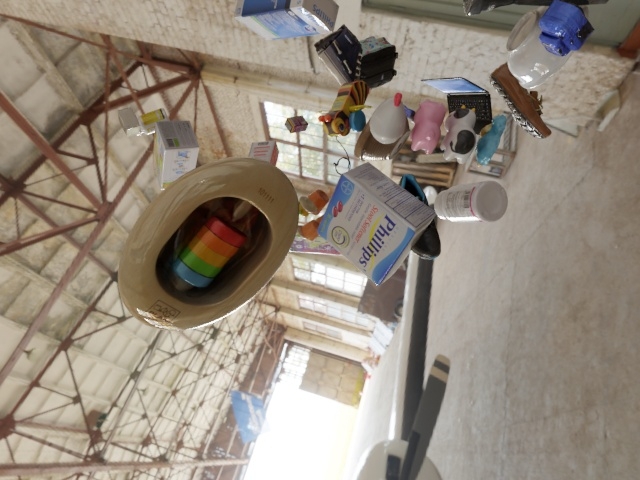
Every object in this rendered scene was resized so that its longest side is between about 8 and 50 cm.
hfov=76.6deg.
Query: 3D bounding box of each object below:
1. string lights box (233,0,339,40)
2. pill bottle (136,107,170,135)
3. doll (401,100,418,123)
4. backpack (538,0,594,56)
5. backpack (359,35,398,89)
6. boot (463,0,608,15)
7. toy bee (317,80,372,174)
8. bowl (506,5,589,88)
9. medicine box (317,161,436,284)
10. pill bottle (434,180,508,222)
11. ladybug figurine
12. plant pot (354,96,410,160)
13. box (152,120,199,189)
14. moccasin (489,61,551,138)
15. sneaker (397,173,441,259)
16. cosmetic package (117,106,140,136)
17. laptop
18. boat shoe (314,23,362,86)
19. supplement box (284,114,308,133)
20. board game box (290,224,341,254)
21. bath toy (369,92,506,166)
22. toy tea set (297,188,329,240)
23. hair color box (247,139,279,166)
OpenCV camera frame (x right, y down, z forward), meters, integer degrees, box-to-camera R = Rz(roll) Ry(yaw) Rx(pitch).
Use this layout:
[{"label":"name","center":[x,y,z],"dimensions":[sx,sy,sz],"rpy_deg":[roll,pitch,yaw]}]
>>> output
[{"label":"string lights box","center":[-0.095,-0.614,1.091],"dimensions":[0.133,0.259,0.077],"rpy_deg":[10,-85,-53]},{"label":"pill bottle","center":[-0.558,-0.387,1.332],"dimensions":[0.065,0.116,0.065],"rpy_deg":[61,168,23]},{"label":"doll","center":[0.376,-0.470,1.575],"dimensions":[0.046,0.189,0.129],"rpy_deg":[-46,-31,3]},{"label":"backpack","center":[0.613,-0.536,1.023],"dimensions":[0.120,0.098,0.101],"rpy_deg":[18,-67,-43]},{"label":"backpack","center":[0.225,-0.856,1.978],"dimensions":[0.253,0.191,0.225],"rpy_deg":[-32,-30,-18]},{"label":"boot","center":[0.659,-0.893,1.233],"dimensions":[0.146,0.445,0.367],"rpy_deg":[-26,-70,-84]},{"label":"toy bee","center":[0.073,-0.390,1.284],"dimensions":[0.162,0.195,0.298],"rpy_deg":[22,-122,-49]},{"label":"bowl","center":[0.746,-0.696,1.401],"dimensions":[0.298,0.134,0.298],"rpy_deg":[-160,90,-79]},{"label":"medicine box","center":[0.170,-0.055,1.310],"dimensions":[0.149,0.289,0.263],"rpy_deg":[-31,-25,-43]},{"label":"pill bottle","center":[0.598,-0.151,1.645],"dimensions":[0.283,0.160,0.160],"rpy_deg":[-172,97,-72]},{"label":"ladybug figurine","center":[-0.243,0.004,0.877],"dimensions":[0.449,0.305,0.162],"rpy_deg":[-45,33,5]},{"label":"plant pot","center":[0.228,-0.355,1.380],"dimensions":[0.237,0.109,0.237],"rpy_deg":[-48,-14,-16]},{"label":"box","center":[-0.461,-0.266,1.281],"dimensions":[0.114,0.103,0.203],"rpy_deg":[65,147,21]},{"label":"moccasin","center":[0.912,-0.623,1.801],"dimensions":[0.147,0.380,0.139],"rpy_deg":[-34,-7,14]},{"label":"sneaker","center":[0.360,-0.091,1.532],"dimensions":[0.140,0.125,0.341],"rpy_deg":[74,177,-69]},{"label":"cosmetic package","center":[-0.576,-0.355,1.220],"dimensions":[0.115,0.041,0.060],"rpy_deg":[8,122,64]},{"label":"laptop","center":[0.548,-0.534,1.627],"dimensions":[0.234,0.136,0.264],"rpy_deg":[35,146,58]},{"label":"boat shoe","center":[0.134,-0.732,1.703],"dimensions":[0.340,0.158,0.127],"rpy_deg":[36,-149,-41]},{"label":"supplement box","center":[-0.102,-0.492,1.714],"dimensions":[0.083,0.055,0.043],"rpy_deg":[-20,-22,-33]},{"label":"board game box","center":[0.000,0.000,2.041],"dimensions":[0.208,0.346,0.056],"rpy_deg":[82,-167,-63]},{"label":"bath toy","center":[0.307,-0.309,1.078],"dimensions":[0.129,0.348,0.151],"rpy_deg":[108,170,-46]},{"label":"toy tea set","center":[-0.033,-0.095,1.712],"dimensions":[0.124,0.200,0.336],"rpy_deg":[-41,-3,30]},{"label":"hair color box","center":[-0.156,-0.204,1.072],"dimensions":[0.043,0.072,0.141],"rpy_deg":[75,-163,-49]}]
